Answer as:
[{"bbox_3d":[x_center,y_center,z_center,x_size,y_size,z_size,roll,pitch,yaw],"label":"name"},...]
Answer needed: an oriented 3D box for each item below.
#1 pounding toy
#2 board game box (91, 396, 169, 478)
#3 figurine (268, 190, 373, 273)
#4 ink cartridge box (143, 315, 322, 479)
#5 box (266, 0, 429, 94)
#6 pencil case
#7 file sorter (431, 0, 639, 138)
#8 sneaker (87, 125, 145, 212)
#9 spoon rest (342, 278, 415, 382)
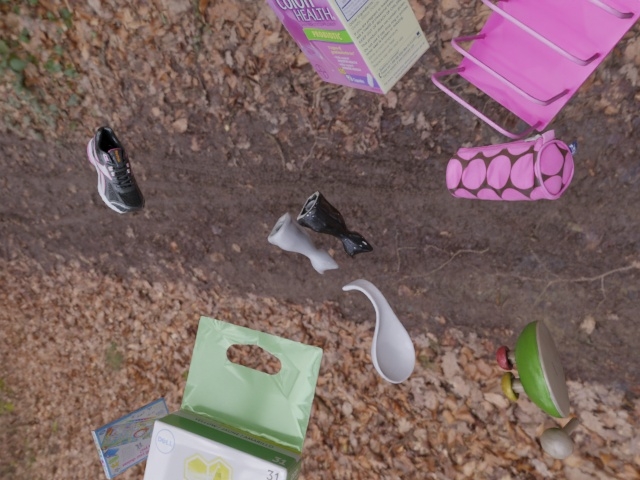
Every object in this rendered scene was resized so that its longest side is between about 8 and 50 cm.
[{"bbox_3d":[0.413,0.284,0.867,0.110,0.183,0.236,-19,82,33],"label":"pounding toy"},{"bbox_3d":[-0.402,0.427,0.958,0.026,0.154,0.103,-26,83,46],"label":"board game box"},{"bbox_3d":[0.000,0.000,1.166,0.209,0.092,0.215,39,136,-21],"label":"figurine"},{"bbox_3d":[-0.102,0.221,0.492,0.171,0.056,0.235,11,90,19],"label":"ink cartridge box"},{"bbox_3d":[0.029,-0.388,0.738,0.243,0.117,0.213,46,175,-39],"label":"box"},{"bbox_3d":[0.296,-0.117,0.713,0.209,0.095,0.098,8,128,63],"label":"pencil case"},{"bbox_3d":[0.345,-0.335,0.688,0.202,0.182,0.290,43,133,16],"label":"file sorter"},{"bbox_3d":[-0.387,-0.135,0.823,0.178,0.072,0.077,57,140,6],"label":"sneaker"},{"bbox_3d":[0.154,0.223,1.100,0.084,0.137,0.276,-33,83,52],"label":"spoon rest"}]
